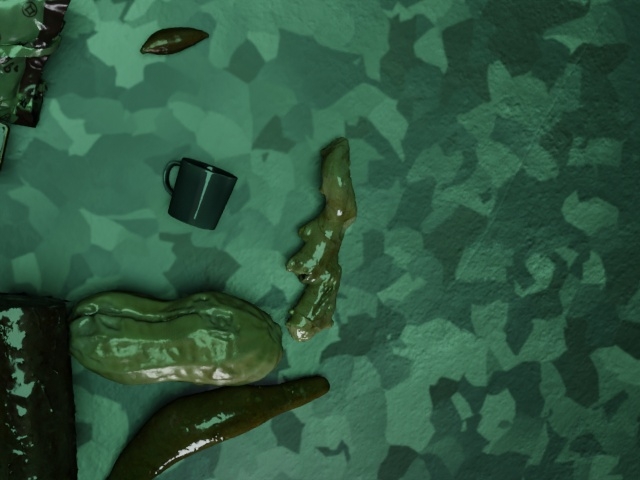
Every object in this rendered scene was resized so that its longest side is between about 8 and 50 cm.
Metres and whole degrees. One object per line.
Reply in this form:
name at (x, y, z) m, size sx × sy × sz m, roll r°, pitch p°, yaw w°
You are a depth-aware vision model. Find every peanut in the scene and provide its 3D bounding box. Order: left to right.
peanut at (-0.191, 0.129, 1.214) m, size 0.290 × 0.130 × 0.130 m, roll 2°, pitch 98°, yaw -10°

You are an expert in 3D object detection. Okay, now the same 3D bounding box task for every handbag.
handbag at (-0.437, -0.250, 1.106) m, size 0.234 × 0.127 × 0.213 m, roll 13°, pitch 129°, yaw -19°

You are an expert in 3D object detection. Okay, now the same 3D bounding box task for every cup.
cup at (-0.169, -0.066, 1.223) m, size 0.100 × 0.078 × 0.077 m, roll 25°, pitch 99°, yaw 21°

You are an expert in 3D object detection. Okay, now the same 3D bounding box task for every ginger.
ginger at (0.000, 0.000, 1.266) m, size 0.089 × 0.075 × 0.288 m, roll 7°, pitch 101°, yaw -7°

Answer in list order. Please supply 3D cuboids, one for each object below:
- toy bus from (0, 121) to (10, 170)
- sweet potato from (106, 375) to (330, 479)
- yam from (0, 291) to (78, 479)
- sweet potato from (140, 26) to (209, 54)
toy bus at (-0.491, -0.131, 1.139) m, size 0.194 × 0.088 × 0.083 m, roll 14°, pitch 96°, yaw -15°
sweet potato at (-0.151, 0.247, 1.259) m, size 0.346 × 0.108 × 0.079 m, roll -22°, pitch 67°, yaw -7°
yam at (-0.363, 0.198, 1.133) m, size 0.131 × 0.131 × 0.280 m, roll -4°, pitch 100°, yaw -10°
sweet potato at (-0.193, -0.263, 1.206) m, size 0.095 × 0.034 × 0.034 m, roll -16°, pitch 101°, yaw -19°
